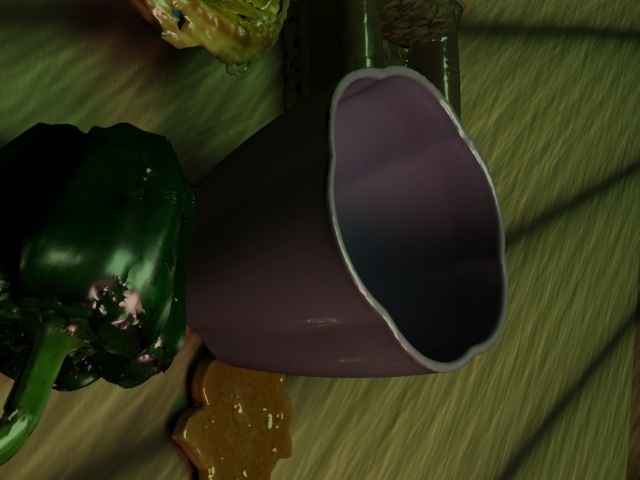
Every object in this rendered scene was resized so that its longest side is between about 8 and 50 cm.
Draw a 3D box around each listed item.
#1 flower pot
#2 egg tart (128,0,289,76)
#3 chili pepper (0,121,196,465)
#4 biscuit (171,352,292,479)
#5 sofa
[{"bbox_3d":[0.000,0.000,0.778,0.265,0.243,0.265,21,62,-47],"label":"flower pot"},{"bbox_3d":[-0.123,-0.279,0.775,0.290,0.107,0.291,19,67,-52],"label":"egg tart"},{"bbox_3d":[-0.180,0.041,0.592,0.165,0.173,0.261,78,21,-63],"label":"chili pepper"},{"bbox_3d":[-0.078,0.165,0.848,0.162,0.035,0.250,42,51,-48],"label":"biscuit"},{"bbox_3d":[0.086,-0.196,1.017,0.258,0.182,0.200,7,81,-57],"label":"sofa"}]
